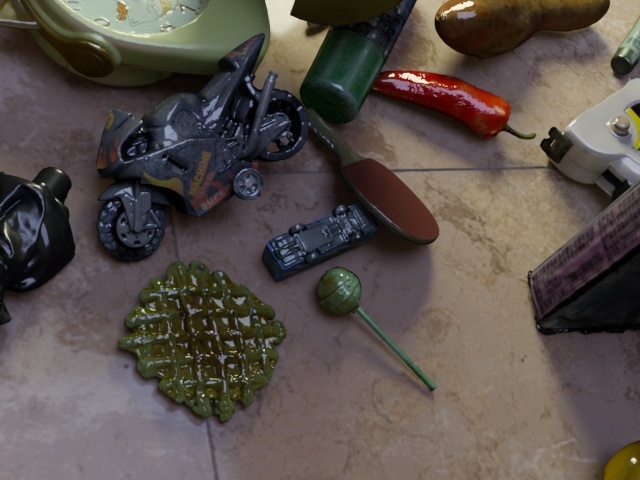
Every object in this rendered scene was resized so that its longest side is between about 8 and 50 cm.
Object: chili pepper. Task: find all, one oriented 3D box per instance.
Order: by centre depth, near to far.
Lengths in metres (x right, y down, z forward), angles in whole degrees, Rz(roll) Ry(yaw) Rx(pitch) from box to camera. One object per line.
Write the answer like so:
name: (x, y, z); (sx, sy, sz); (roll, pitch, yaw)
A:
chili pepper: (0.192, -0.199, 1.508); (0.272, 0.063, 0.071); (19, 46, -10)

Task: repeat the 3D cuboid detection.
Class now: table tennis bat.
table tennis bat: (0.062, -0.084, 1.388); (0.246, 0.022, 0.138); (47, 26, 13)

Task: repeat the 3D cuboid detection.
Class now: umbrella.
umbrella: (-0.353, 0.025, 1.138); (0.122, 0.110, 0.272); (32, 52, -5)

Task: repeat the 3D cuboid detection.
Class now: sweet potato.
sweet potato: (0.300, -0.339, 1.603); (0.385, 0.109, 0.109); (-16, 71, -41)

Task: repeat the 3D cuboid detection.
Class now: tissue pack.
tissue pack: (0.460, 0.002, 1.336); (0.259, 0.361, 0.122); (0, 65, -24)

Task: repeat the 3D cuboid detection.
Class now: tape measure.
tape measure: (0.475, -0.138, 1.558); (0.236, 0.120, 0.197); (-33, 75, -28)

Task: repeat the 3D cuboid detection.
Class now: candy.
candy: (0.074, 0.114, 1.309); (0.202, 0.061, 0.061); (46, 56, -5)

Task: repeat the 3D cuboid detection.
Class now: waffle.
waffle: (-0.135, 0.113, 1.220); (0.183, 0.036, 0.169); (34, 58, -3)

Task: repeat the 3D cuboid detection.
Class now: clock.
clock: (-0.253, -0.326, 1.350); (0.348, 0.117, 0.286); (-4, 66, -24)

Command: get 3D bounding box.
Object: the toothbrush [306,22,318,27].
toothbrush: (0.082, -0.392, 1.577); (0.307, 0.029, 0.025); (-40, 93, -33)

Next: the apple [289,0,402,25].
apple: (0.020, -0.418, 1.322); (0.291, 0.254, 0.292); (0, 101, -1)

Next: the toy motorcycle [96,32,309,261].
toy motorcycle: (-0.156, -0.113, 1.256); (0.307, 0.108, 0.173); (-37, 110, -18)

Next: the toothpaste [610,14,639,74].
toothpaste: (0.544, -0.352, 1.748); (0.062, 0.039, 0.239); (43, 54, -3)

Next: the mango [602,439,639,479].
mango: (0.402, 0.340, 1.298); (0.137, 0.098, 0.195); (35, 64, -6)

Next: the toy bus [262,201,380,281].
toy bus: (0.000, 0.000, 1.321); (0.153, 0.061, 0.051); (-23, 74, -29)

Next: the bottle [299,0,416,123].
bottle: (0.072, -0.313, 1.479); (0.093, 0.093, 0.330); (30, 63, -6)
